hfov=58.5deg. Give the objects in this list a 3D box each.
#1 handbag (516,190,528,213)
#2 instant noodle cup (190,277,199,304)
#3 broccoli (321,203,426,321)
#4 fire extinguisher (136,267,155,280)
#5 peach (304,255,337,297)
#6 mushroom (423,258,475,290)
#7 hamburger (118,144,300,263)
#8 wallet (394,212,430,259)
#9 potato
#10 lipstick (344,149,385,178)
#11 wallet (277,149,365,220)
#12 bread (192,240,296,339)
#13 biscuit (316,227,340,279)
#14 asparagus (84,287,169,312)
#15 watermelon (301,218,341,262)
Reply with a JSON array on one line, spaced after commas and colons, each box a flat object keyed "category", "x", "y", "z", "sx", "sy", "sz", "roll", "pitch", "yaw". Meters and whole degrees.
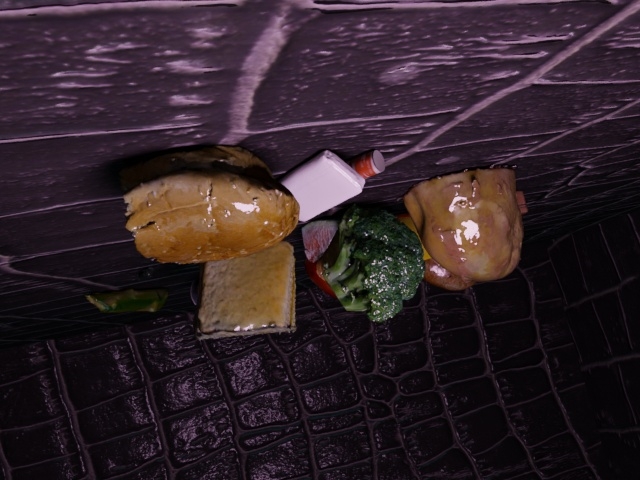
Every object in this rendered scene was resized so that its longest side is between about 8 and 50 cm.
[{"category": "handbag", "x": 0.508, "y": -0.084, "z": 1.684, "sx": 0.151, "sy": 0.072, "sz": 0.193, "roll": -10, "pitch": 172, "yaw": -10}, {"category": "instant noodle cup", "x": -0.347, "y": 0.157, "z": 1.898, "sx": 0.127, "sy": 0.127, "sz": 0.135, "roll": -4, "pitch": 160, "yaw": -42}, {"category": "broccoli", "x": 0.116, "y": 0.048, "z": 1.329, "sx": 0.245, "sy": 0.265, "sz": 0.295, "roll": -40, "pitch": -152, "yaw": 9}, {"category": "fire extinguisher", "x": -0.488, "y": 0.094, "z": 1.583, "sx": 0.038, "sy": 0.025, "sz": 0.083, "roll": 34, "pitch": 149, "yaw": -22}, {"category": "peach", "x": 0.066, "y": 0.069, "z": 1.621, "sx": 0.243, "sy": 0.200, "sz": 0.243, "roll": -2, "pitch": 174, "yaw": 0}, {"category": "mushroom", "x": 0.355, "y": 0.031, "z": 1.758, "sx": 0.263, "sy": 0.196, "sz": 0.283, "roll": -12, "pitch": -160, "yaw": -33}, {"category": "hamburger", "x": -0.138, "y": -0.047, "z": 0.841, "sx": 0.211, "sy": 0.133, "sz": 0.309, "roll": -11, "pitch": 170, "yaw": 8}, {"category": "wallet", "x": 0.255, "y": -0.012, "z": 1.532, "sx": 0.241, "sy": 0.141, "sz": 0.067, "roll": -10, "pitch": 175, "yaw": -32}, {"category": "potato", "x": 0.347, "y": -0.019, "z": 1.324, "sx": 0.288, "sy": 0.238, "sz": 0.301, "roll": -9, "pitch": 171, "yaw": -19}, {"category": "lipstick", "x": 0.045, "y": -0.113, "z": 0.965, "sx": 0.130, "sy": 0.039, "sz": 0.038, "roll": -18, "pitch": 170, "yaw": 35}, {"category": "wallet", "x": -0.011, "y": -0.086, "z": 0.952, "sx": 0.095, "sy": 0.033, "sz": 0.190, "roll": 38, "pitch": 146, "yaw": -19}, {"category": "bread", "x": -0.175, "y": 0.096, "z": 1.339, "sx": 0.239, "sy": 0.264, "sz": 0.395, "roll": 2, "pitch": 168, "yaw": -11}, {"category": "biscuit", "x": 0.090, "y": 0.015, "z": 1.492, "sx": 0.250, "sy": 0.163, "sz": 0.035, "roll": -41, "pitch": -163, "yaw": -22}, {"category": "asparagus", "x": -0.625, "y": 0.197, "z": 1.866, "sx": 0.081, "sy": 0.085, "sz": 0.343, "roll": 10, "pitch": -175, "yaw": 27}, {"category": "watermelon", "x": -0.001, "y": -0.010, "z": 1.426, "sx": 0.081, "sy": 0.094, "sz": 0.180, "roll": -5, "pitch": 151, "yaw": -21}]
